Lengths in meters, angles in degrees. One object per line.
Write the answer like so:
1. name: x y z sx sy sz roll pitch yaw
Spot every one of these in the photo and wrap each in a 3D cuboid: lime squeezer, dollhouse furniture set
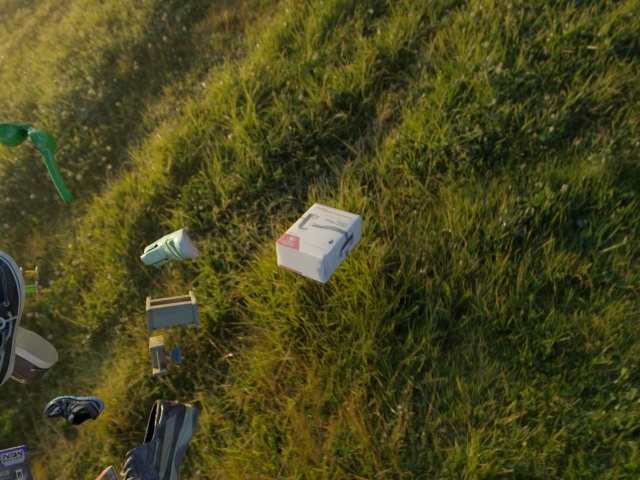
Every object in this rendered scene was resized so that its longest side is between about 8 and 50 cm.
1. lime squeezer: -0.579 -0.173 0.848 0.310 0.059 0.110 23 87 6
2. dollhouse furniture set: -0.404 0.251 1.227 0.129 0.129 0.184 -6 101 -19

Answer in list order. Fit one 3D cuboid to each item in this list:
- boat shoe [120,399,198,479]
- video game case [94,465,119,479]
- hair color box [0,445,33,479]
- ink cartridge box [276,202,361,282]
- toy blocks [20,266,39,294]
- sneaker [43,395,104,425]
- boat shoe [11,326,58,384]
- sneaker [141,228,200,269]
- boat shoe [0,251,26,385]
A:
1. boat shoe: -0.399 0.533 1.033 0.132 0.130 0.356 -54 17 28
2. video game case: -0.520 0.693 1.058 0.025 0.285 0.204 -25 88 -6
3. hair color box: -0.852 0.607 1.005 0.338 0.185 0.110 -34 69 13
4. ink cartridge box: 0.000 0.000 1.250 0.158 0.092 0.218 18 41 24
5. toy blocks: -1.116 0.153 1.621 0.147 0.054 0.123 -3 50 -28
6. sneaker: -0.778 0.535 1.390 0.187 0.067 0.078 -3 32 3
7. boat shoe: -0.818 0.231 1.096 0.096 0.324 0.116 -44 18 1
8. sneaker: -0.439 0.038 1.288 0.151 0.256 0.094 -32 103 -15
9. boat shoe: -0.724 0.176 0.961 0.113 0.105 0.307 8 86 -19
